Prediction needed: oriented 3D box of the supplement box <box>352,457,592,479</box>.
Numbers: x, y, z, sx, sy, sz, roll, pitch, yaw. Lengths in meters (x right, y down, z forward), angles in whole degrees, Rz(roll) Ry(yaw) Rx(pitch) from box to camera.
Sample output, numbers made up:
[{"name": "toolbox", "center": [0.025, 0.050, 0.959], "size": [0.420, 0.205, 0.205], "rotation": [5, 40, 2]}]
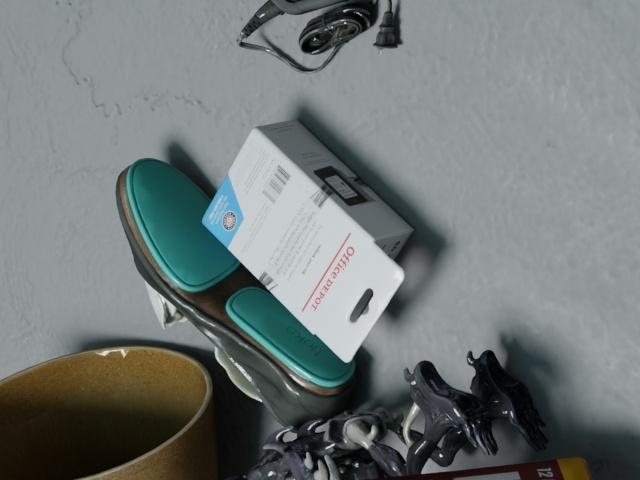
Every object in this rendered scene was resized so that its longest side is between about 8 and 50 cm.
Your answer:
[{"name": "supplement box", "center": [0.108, 0.277, 1.230], "size": [0.191, 0.129, 0.194], "rotation": [-5, 123, -5]}]

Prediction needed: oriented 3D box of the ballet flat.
[{"name": "ballet flat", "center": [-0.088, 0.056, 1.446], "size": [0.280, 0.095, 0.096], "rotation": [48, 135, 19]}]

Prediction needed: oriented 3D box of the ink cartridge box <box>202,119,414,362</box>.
[{"name": "ink cartridge box", "center": [0.000, 0.000, 1.384], "size": [0.180, 0.060, 0.104], "rotation": [44, 121, 21]}]

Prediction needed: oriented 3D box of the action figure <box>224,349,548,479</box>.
[{"name": "action figure", "center": [0.033, 0.193, 1.343], "size": [0.275, 0.164, 0.141], "rotation": [-31, 76, 31]}]

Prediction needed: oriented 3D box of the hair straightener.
[{"name": "hair straightener", "center": [0.023, -0.182, 1.337], "size": [0.230, 0.047, 0.089], "rotation": [-21, 86, 38]}]

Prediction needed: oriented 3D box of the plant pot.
[{"name": "plant pot", "center": [-0.182, 0.257, 1.494], "size": [0.237, 0.237, 0.254], "rotation": [5, 119, 36]}]
